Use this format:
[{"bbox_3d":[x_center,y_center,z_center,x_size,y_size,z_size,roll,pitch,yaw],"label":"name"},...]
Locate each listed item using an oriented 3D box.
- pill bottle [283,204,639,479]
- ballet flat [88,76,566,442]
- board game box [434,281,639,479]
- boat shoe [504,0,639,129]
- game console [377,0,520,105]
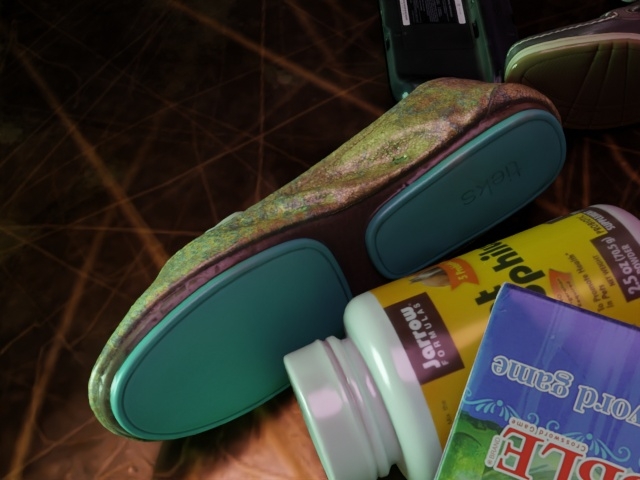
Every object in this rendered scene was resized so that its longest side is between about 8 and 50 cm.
[{"bbox_3d":[0.093,0.066,0.536,0.215,0.117,0.117,-21,58,-7],"label":"pill bottle"},{"bbox_3d":[0.000,0.000,0.603,0.348,0.123,0.123,-33,60,-13],"label":"ballet flat"},{"bbox_3d":[0.177,0.217,0.386,0.318,0.066,0.318,18,89,17],"label":"board game box"},{"bbox_3d":[0.235,-0.135,0.674,0.223,0.080,0.073,-6,49,-5],"label":"boat shoe"},{"bbox_3d":[0.079,-0.241,0.776,0.213,0.044,0.361,-7,57,4],"label":"game console"}]
